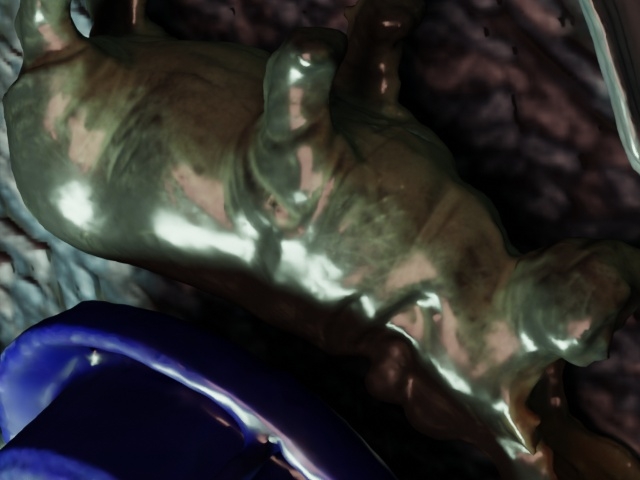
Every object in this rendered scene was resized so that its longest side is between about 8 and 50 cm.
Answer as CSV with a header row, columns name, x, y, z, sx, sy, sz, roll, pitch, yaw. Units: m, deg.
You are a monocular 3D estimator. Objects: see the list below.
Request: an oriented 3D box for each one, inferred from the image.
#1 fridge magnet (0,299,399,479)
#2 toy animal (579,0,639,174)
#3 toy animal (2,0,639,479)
name,x,y,z,sx,sy,sz,roll,pitch,yaw
fridge magnet,-0.047,0.143,0.802,0.265,0.112,0.265,30,144,24
toy animal,0.068,-0.219,0.660,0.367,0.081,0.206,54,144,10
toy animal,0.009,-0.010,0.751,0.343,0.106,0.168,33,125,19
